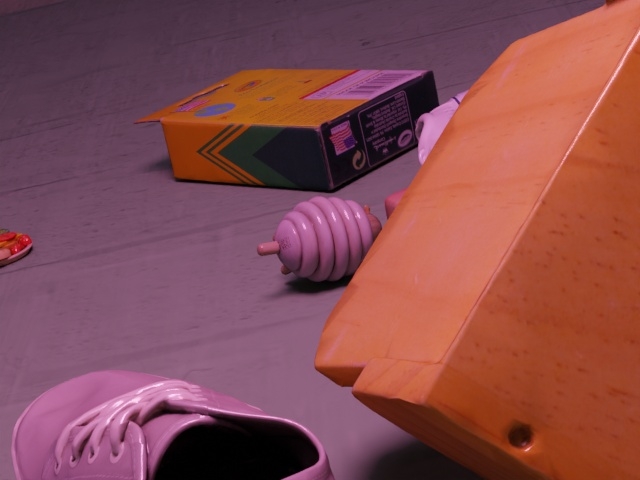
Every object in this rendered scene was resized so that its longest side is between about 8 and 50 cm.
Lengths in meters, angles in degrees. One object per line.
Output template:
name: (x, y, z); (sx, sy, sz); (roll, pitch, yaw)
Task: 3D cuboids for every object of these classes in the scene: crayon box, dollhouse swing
crayon box: (-0.040, -0.137, 2.169); (0.319, 0.081, 0.202); (7, 27, 44)
dollhouse swing: (0.204, 0.024, 1.227); (0.346, 0.315, 0.305); (-59, -2, -13)

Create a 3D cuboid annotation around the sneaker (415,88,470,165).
sneaker: (0.153, -0.087, 1.911); (0.091, 0.094, 0.258); (-31, 14, 5)

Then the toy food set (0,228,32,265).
toy food set: (-0.364, 0.010, 2.060); (0.083, 0.020, 0.083); (5, 26, 44)

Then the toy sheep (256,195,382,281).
toy sheep: (0.000, 0.000, 1.743); (0.132, 0.091, 0.091); (-16, 18, -25)

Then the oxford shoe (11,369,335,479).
oxford shoe: (-0.097, 0.147, 1.190); (0.169, 0.130, 0.449); (-33, 24, -15)

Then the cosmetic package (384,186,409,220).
cosmetic package: (0.187, 0.027, 1.462); (0.153, 0.129, 0.296); (-20, 20, -21)
